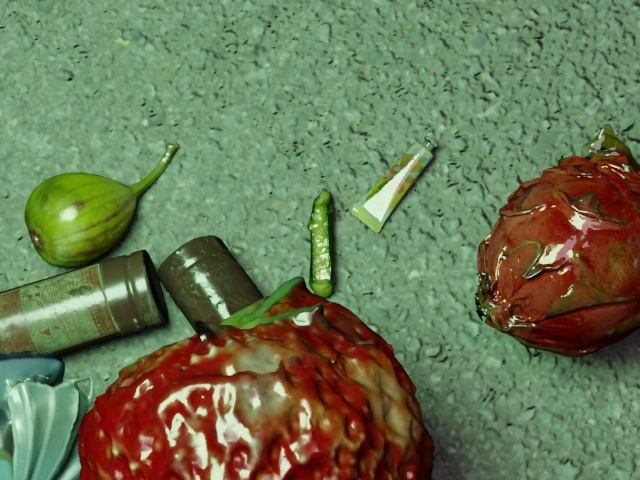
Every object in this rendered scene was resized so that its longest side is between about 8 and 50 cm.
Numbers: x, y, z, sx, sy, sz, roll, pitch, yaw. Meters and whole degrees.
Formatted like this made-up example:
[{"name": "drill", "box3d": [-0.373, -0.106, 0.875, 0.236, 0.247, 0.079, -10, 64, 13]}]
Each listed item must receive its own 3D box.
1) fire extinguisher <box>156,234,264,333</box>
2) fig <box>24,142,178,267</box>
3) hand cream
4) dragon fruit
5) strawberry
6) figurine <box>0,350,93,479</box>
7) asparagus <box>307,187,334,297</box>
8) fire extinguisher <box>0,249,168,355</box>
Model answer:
[{"name": "fire extinguisher", "box3d": [-0.042, 0.114, 1.634, 0.089, 0.072, 0.268, -21, 67, -41]}, {"name": "fig", "box3d": [-0.198, -0.037, 1.685, 0.166, 0.093, 0.093, -26, 73, -6]}, {"name": "hand cream", "box3d": [0.074, -0.056, 1.691, 0.035, 0.022, 0.102, 40, 87, 11]}, {"name": "dragon fruit", "box3d": [0.229, 0.013, 1.576, 0.172, 0.172, 0.209, 39, 81, 15]}, {"name": "strawberry", "box3d": [-0.032, 0.201, 1.425, 0.292, 0.292, 0.310, -39, 73, -5]}, {"name": "figurine", "box3d": [-0.258, 0.295, 1.526, 0.276, 0.248, 0.388, -6, 74, -20]}, {"name": "asparagus", "box3d": [0.001, 0.000, 1.682, 0.025, 0.021, 0.108, -2, 74, 7]}, {"name": "fire extinguisher", "box3d": [-0.273, 0.075, 1.649, 0.252, 0.106, 0.075, -16, 83, 2]}]
